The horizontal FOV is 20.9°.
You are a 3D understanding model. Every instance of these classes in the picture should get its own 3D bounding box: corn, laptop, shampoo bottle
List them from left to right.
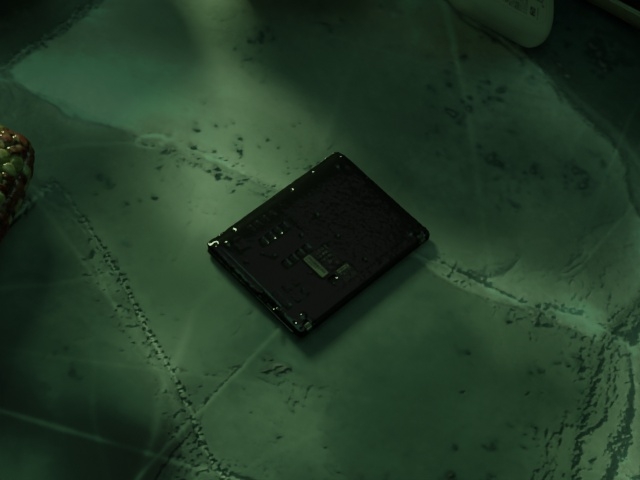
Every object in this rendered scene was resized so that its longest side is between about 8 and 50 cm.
[{"bbox_3d":[-0.318,-0.001,1.503,0.079,0.079,0.237,20,55,2],"label":"corn"},{"bbox_3d":[0.000,0.000,1.608,0.129,0.016,0.180,43,57,16],"label":"laptop"},{"bbox_3d":[0.155,-0.269,1.728,0.221,0.051,0.108,18,62,-47],"label":"shampoo bottle"}]

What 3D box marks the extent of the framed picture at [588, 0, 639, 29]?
[{"bbox_3d":[0.330,-0.376,1.781,0.211,0.289,0.020,30,30,9],"label":"framed picture"}]
